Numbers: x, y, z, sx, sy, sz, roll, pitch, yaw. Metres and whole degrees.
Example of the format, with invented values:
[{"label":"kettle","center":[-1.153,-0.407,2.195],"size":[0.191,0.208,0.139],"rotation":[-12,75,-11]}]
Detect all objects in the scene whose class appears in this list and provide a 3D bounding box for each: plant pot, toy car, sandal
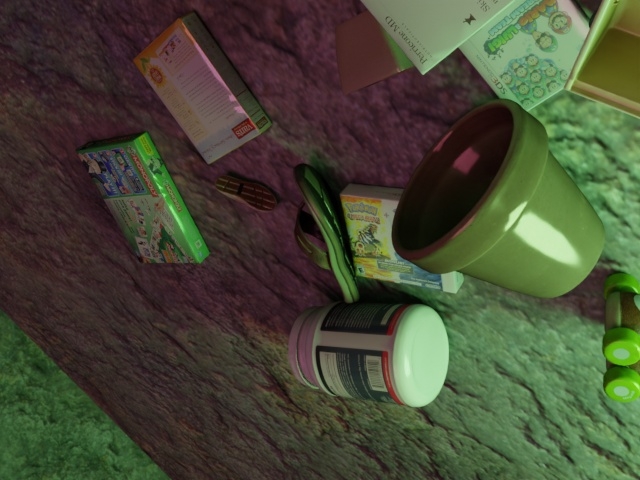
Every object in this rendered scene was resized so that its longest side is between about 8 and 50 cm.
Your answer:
[{"label":"plant pot","center":[0.084,-0.281,0.939],"size":[0.109,0.109,0.096],"rotation":[-13,103,42]},{"label":"plant pot","center":[0.266,-0.031,0.931],"size":[0.229,0.263,0.263],"rotation":[33,140,-17]},{"label":"toy car","center":[0.515,0.144,0.952],"size":[0.189,0.155,0.148],"rotation":[0,125,24]},{"label":"sandal","center":[0.000,0.002,1.206],"size":[0.086,0.120,0.302],"rotation":[-13,121,11]}]

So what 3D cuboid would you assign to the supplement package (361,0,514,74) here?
[{"label":"supplement package","center":[0.120,-0.368,0.757],"size":[0.262,0.204,0.145],"rotation":[47,138,-8]}]

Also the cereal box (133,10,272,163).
[{"label":"cereal box","center":[-0.218,-0.272,1.199],"size":[0.173,0.047,0.240],"rotation":[-19,113,44]}]

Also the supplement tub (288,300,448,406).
[{"label":"supplement tub","center":[0.093,0.216,1.277],"size":[0.272,0.191,0.191],"rotation":[-2,123,37]}]

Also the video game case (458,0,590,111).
[{"label":"video game case","center":[0.280,-0.259,0.871],"size":[0.143,0.019,0.157],"rotation":[48,137,-9]}]

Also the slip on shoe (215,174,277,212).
[{"label":"slip on shoe","center":[-0.146,-0.092,1.307],"size":[0.136,0.051,0.041],"rotation":[19,174,11]}]

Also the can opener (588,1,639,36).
[{"label":"can opener","center":[0.387,-0.320,0.684],"size":[0.076,0.095,0.283],"rotation":[35,138,7]}]

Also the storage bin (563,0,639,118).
[{"label":"storage bin","center":[0.412,-0.224,0.606],"size":[0.261,0.123,0.262],"rotation":[28,150,17]}]

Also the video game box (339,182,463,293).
[{"label":"video game box","center":[0.146,-0.005,1.163],"size":[0.205,0.048,0.187],"rotation":[8,127,30]}]

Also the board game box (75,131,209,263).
[{"label":"board game box","center":[-0.405,-0.086,1.492],"size":[0.214,0.046,0.317],"rotation":[-1,123,36]}]
